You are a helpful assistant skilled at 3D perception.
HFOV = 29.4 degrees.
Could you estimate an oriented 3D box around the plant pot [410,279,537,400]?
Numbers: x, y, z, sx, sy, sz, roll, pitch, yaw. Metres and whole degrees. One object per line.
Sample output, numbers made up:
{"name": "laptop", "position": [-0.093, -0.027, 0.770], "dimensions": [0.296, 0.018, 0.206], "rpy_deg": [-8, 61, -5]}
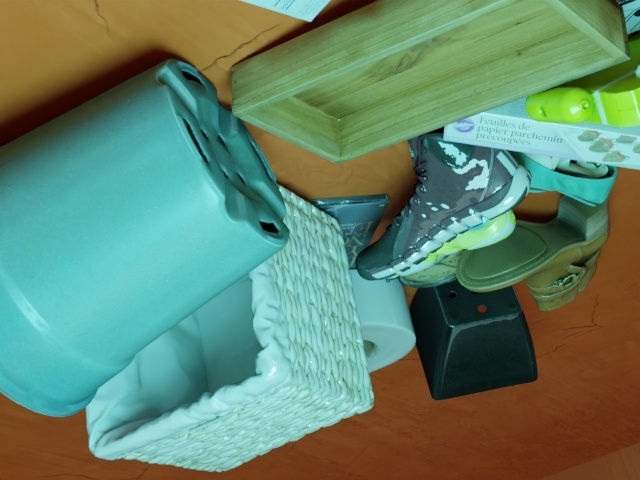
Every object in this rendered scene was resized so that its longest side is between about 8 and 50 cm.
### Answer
{"name": "plant pot", "position": [0.259, 0.136, 2.072], "dimensions": [0.187, 0.188, 0.167], "rpy_deg": [-11, 141, -4]}

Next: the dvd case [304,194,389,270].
{"name": "dvd case", "position": [0.000, 0.000, 1.865], "dimensions": [0.165, 0.018, 0.221], "rpy_deg": [-5, 151, -16]}

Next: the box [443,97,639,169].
{"name": "box", "position": [0.323, -0.146, 1.559], "dimensions": [0.324, 0.067, 0.063], "rpy_deg": [8, 142, 3]}

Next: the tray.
{"name": "tray", "position": [0.117, -0.206, 1.395], "dimensions": [0.411, 0.076, 0.203], "rpy_deg": [-17, 155, 36]}

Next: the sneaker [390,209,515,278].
{"name": "sneaker", "position": [0.163, -0.032, 1.798], "dimensions": [0.240, 0.126, 0.091], "rpy_deg": [-21, -173, 24]}

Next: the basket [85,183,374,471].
{"name": "basket", "position": [-0.133, 0.121, 1.684], "dimensions": [0.328, 0.331, 0.266], "rpy_deg": [-27, 148, 28]}

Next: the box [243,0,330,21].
{"name": "box", "position": [-0.033, -0.301, 1.235], "dimensions": [0.137, 0.072, 0.126], "rpy_deg": [11, 144, -37]}

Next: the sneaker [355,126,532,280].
{"name": "sneaker", "position": [0.135, -0.071, 1.677], "dimensions": [0.281, 0.106, 0.162], "rpy_deg": [-32, 105, 20]}

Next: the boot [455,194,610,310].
{"name": "boot", "position": [0.341, 0.042, 1.948], "dimensions": [0.283, 0.109, 0.220], "rpy_deg": [-35, 148, -16]}

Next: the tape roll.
{"name": "tape roll", "position": [0.013, 0.150, 2.042], "dimensions": [0.286, 0.100, 0.286], "rpy_deg": [-10, 156, -5]}

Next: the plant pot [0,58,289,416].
{"name": "plant pot", "position": [-0.238, -0.020, 1.427], "dimensions": [0.334, 0.341, 0.341], "rpy_deg": [-30, 149, 14]}

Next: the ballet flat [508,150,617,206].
{"name": "ballet flat", "position": [0.337, -0.112, 1.761], "dimensions": [0.247, 0.083, 0.087], "rpy_deg": [9, 120, -37]}

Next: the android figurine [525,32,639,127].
{"name": "android figurine", "position": [0.367, -0.194, 1.423], "dimensions": [0.248, 0.056, 0.273], "rpy_deg": [-27, -162, -15]}

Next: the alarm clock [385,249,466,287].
{"name": "alarm clock", "position": [0.198, 0.018, 1.936], "dimensions": [0.192, 0.064, 0.129], "rpy_deg": [-7, 151, -6]}

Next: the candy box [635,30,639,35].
{"name": "candy box", "position": [0.512, -0.184, 1.675], "dimensions": [0.316, 0.087, 0.183], "rpy_deg": [5, 147, -30]}

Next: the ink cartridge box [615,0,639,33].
{"name": "ink cartridge box", "position": [0.381, -0.296, 1.454], "dimensions": [0.207, 0.046, 0.097], "rpy_deg": [-20, 153, 11]}
